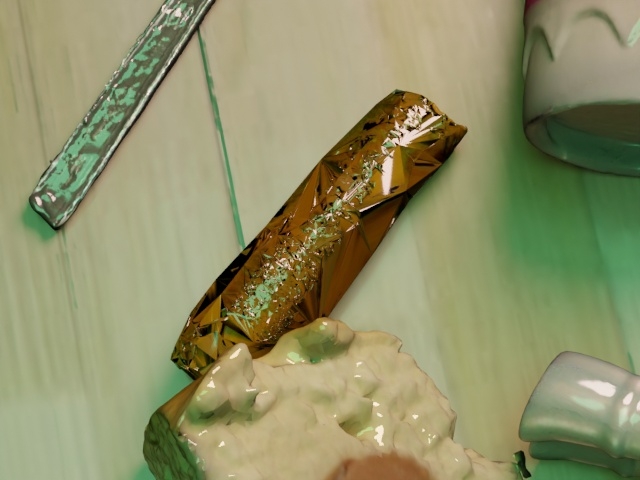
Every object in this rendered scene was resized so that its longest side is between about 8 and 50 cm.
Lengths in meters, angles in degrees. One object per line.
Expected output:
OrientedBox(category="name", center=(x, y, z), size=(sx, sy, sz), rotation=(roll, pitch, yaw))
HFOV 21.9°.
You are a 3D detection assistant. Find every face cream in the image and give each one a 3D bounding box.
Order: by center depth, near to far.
OrientedBox(category="face cream", center=(0.209, -0.148, 0.970), size=(0.175, 0.175, 0.195), rotation=(6, 77, 3))

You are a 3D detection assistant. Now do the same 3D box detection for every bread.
OrientedBox(category="bread", center=(0.023, 0.141, 0.896), size=(0.211, 0.224, 0.184), rotation=(-15, 73, -9))

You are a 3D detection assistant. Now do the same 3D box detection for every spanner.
OrientedBox(category="spanner", center=(-0.085, -0.146, 1.057), size=(0.093, 0.026, 0.325), rotation=(32, 83, 7))

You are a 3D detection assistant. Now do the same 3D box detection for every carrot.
OrientedBox(category="carrot", center=(-0.001, -0.001, 1.004), size=(0.069, 0.069, 0.229), rotation=(39, 81, 9))

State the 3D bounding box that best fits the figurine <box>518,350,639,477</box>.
OrientedBox(category="figurine", center=(0.294, 0.155, 0.881), size=(0.381, 0.224, 0.205), rotation=(30, 78, 8))
